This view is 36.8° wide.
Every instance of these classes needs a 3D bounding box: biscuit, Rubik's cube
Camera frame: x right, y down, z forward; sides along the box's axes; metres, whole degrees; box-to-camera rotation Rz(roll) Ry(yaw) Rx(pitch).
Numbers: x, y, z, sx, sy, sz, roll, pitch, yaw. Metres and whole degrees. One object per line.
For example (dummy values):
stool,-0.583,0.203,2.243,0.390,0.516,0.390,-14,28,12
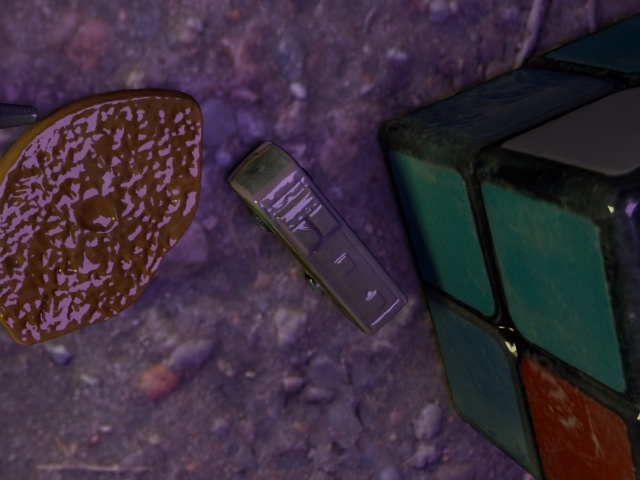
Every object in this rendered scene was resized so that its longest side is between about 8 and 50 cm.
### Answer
biscuit,-0.168,-0.023,0.701,0.142,0.029,0.220,33,89,-31
Rubik's cube,0.275,0.013,0.767,0.313,0.318,0.316,-24,112,-17

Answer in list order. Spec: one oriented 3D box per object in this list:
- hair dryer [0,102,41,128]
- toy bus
hair dryer,-0.302,-0.056,0.623,0.220,0.054,0.195,8,102,-34
toy bus,0.000,0.000,0.767,0.057,0.072,0.172,-43,117,-5
